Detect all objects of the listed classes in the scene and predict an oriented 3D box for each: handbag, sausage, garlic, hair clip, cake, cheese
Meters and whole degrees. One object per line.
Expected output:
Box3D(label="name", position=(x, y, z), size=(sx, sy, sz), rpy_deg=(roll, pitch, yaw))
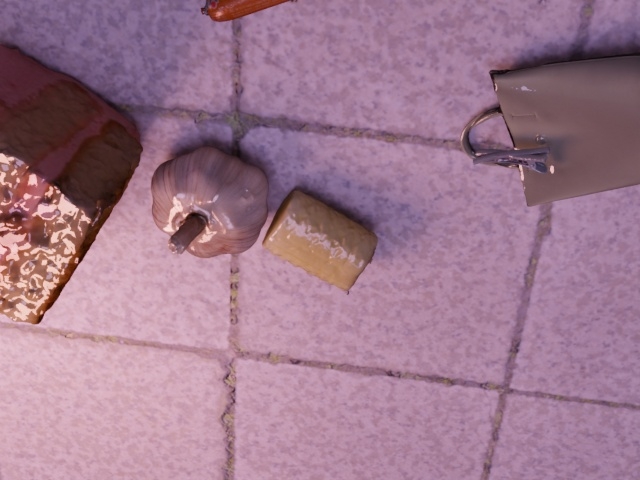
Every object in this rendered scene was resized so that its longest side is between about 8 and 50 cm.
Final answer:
Box3D(label="handbag", position=(0.356, -0.155, 1.603), size=(0.315, 0.109, 0.241), rpy_deg=(-10, 123, 20))
Box3D(label="sausage", position=(-0.014, -0.374, 1.527), size=(0.347, 0.053, 0.053), rpy_deg=(-14, 123, 18))
Box3D(label="garlic", position=(-0.181, -0.032, 1.701), size=(0.199, 0.226, 0.199), rpy_deg=(5, 122, 8))
Box3D(label="hair clip", position=(0.284, -0.118, 1.619), size=(0.115, 0.030, 0.039), rpy_deg=(5, 132, 27))
Box3D(label="cake", position=(-0.470, -0.089, 1.668), size=(0.307, 0.293, 0.314), rpy_deg=(33, 120, -9))
Box3D(label="cheese", position=(0.000, 0.000, 1.779), size=(0.167, 0.094, 0.123), rpy_deg=(28, 135, -7))
